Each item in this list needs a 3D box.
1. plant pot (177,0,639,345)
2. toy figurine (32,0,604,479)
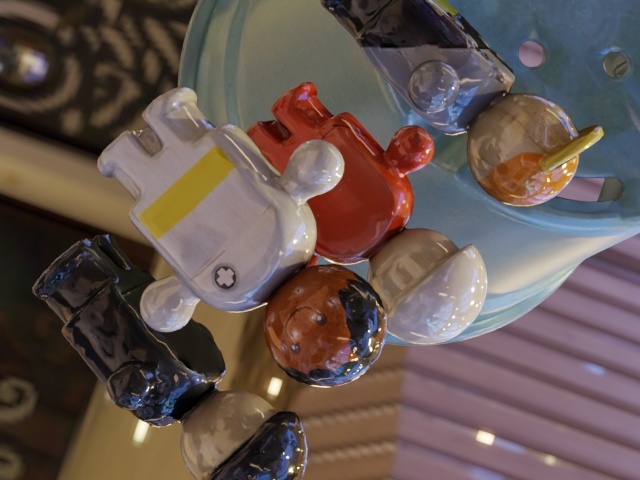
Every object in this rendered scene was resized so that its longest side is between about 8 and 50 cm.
[{"bbox_3d":[0.105,-0.113,1.222,0.334,0.341,0.341,156,-47,-74],"label":"plant pot"},{"bbox_3d":[0.000,0.000,0.842,0.213,0.148,0.209,-38,172,-32],"label":"toy figurine"}]
